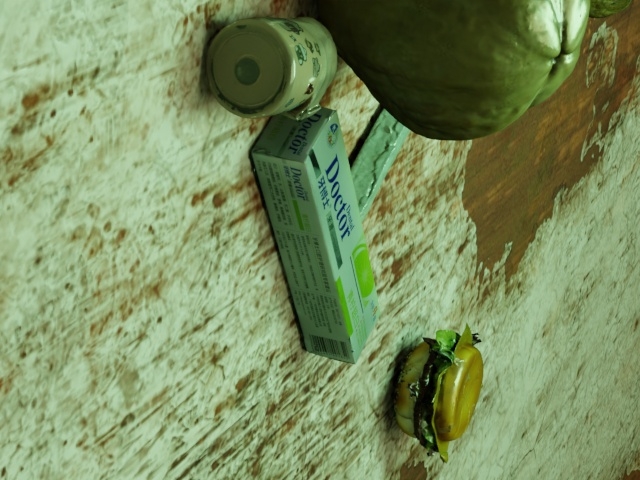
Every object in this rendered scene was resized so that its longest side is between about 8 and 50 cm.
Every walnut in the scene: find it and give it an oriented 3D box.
[{"bbox_3d":[0.132,-0.228,1.576,0.227,0.283,0.283,-18,121,-43],"label":"walnut"}]

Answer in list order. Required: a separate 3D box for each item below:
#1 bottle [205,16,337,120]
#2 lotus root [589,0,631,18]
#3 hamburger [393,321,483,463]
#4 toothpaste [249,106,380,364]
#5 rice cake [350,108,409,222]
[{"bbox_3d":[-0.034,-0.162,1.466,0.152,0.099,0.099,-21,122,-66],"label":"bottle"},{"bbox_3d":[0.392,-0.399,2.235,0.214,0.138,0.138,38,69,-64],"label":"lotus root"},{"bbox_3d":[0.155,0.195,2.098,0.164,0.093,0.189,-53,150,-45],"label":"hamburger"},{"bbox_3d":[0.000,0.000,1.672,0.336,0.067,0.081,76,33,-48],"label":"toothpaste"},{"bbox_3d":[0.070,-0.106,1.791,0.045,0.042,0.245,97,18,-58],"label":"rice cake"}]
